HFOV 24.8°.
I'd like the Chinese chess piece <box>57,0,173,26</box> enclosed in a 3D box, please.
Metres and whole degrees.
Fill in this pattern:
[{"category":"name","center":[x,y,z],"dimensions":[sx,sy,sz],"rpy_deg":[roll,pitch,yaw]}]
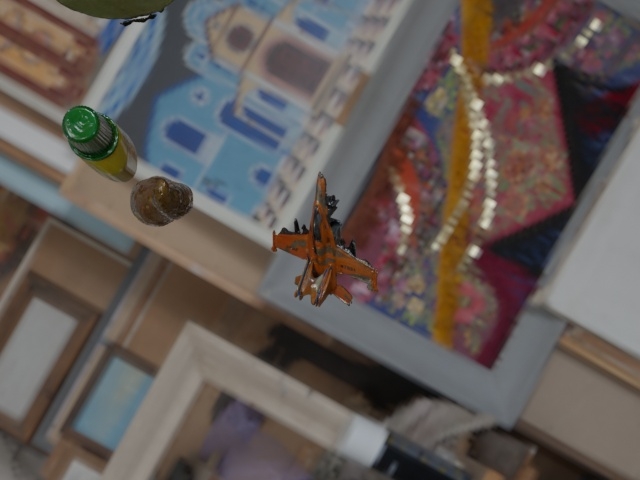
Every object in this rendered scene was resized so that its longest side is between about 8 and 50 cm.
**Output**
[{"category":"Chinese chess piece","center":[-0.285,-0.403,2.007],"dimensions":[0.238,0.238,0.092],"rpy_deg":[-49,37,47]}]

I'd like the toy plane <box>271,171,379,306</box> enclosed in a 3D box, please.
[{"category":"toy plane","center":[0.005,-0.007,1.596],"dimensions":[0.062,0.135,0.188],"rpy_deg":[-47,-31,-49]}]

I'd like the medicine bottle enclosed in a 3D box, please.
[{"category":"medicine bottle","center":[-0.332,-0.149,2.164],"dimensions":[0.076,0.111,0.309],"rpy_deg":[-39,-3,-1]}]

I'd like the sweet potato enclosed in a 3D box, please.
[{"category":"sweet potato","center":[-0.145,-0.037,1.342],"dimensions":[0.050,0.050,0.214],"rpy_deg":[-61,13,-6]}]
